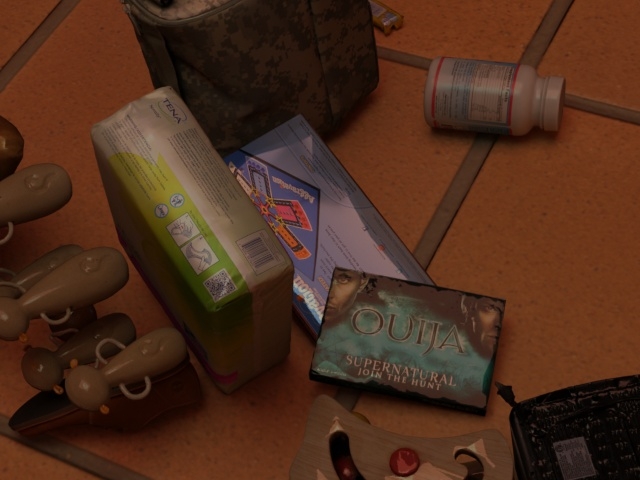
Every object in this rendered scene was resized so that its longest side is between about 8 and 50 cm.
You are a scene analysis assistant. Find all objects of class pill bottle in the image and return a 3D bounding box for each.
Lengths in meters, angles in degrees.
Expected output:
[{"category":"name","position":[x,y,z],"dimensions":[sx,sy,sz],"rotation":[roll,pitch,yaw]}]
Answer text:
[{"category":"pill bottle","position":[0.210,-0.172,1.451],"dimensions":[0.160,0.087,0.087],"rotation":[8,54,15]}]

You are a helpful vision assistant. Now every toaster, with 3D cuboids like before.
[{"category":"toaster","position":[0.267,0.216,1.118],"dimensions":[0.168,0.110,0.185],"rotation":[-12,51,-1]}]

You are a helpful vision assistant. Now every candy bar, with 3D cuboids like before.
[{"category":"candy bar","position":[0.049,-0.326,1.645],"dimensions":[0.040,0.018,0.161],"rotation":[-41,57,-17]}]

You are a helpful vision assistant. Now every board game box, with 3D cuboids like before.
[{"category":"board game box","position":[0.092,0.103,1.259],"dimensions":[0.186,0.026,0.126],"rotation":[11,67,7]},{"category":"board game box","position":[0.000,0.000,1.336],"dimensions":[0.145,0.027,0.281],"rotation":[-32,72,-16]}]

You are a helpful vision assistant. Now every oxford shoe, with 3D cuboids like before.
[{"category":"oxford shoe","position":[-0.226,0.176,1.264],"dimensions":[0.212,0.076,0.076],"rotation":[-17,24,12]}]

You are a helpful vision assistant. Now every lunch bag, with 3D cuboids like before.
[{"category":"lunch bag","position":[-0.092,-0.238,1.417],"dimensions":[0.213,0.305,0.256],"rotation":[28,60,28]}]

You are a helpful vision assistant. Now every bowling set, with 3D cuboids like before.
[{"category":"bowling set","position":[-0.281,0.085,1.249],"dimensions":[0.154,0.200,0.287],"rotation":[-28,69,-31]}]

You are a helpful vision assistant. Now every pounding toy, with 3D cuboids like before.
[{"category":"pounding toy","position":[0.094,0.219,1.116],"dimensions":[0.270,0.154,0.154],"rotation":[27,65,27]}]

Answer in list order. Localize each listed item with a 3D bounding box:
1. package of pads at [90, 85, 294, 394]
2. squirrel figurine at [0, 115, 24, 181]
[{"category":"package of pads","position":[-0.123,0.005,1.198],"dimensions":[0.101,0.296,0.229],"rotation":[-31,73,-14]},{"category":"squirrel figurine","position":[-0.568,-0.073,1.317],"dimensions":[0.371,0.281,0.397],"rotation":[10,22,-32]}]
